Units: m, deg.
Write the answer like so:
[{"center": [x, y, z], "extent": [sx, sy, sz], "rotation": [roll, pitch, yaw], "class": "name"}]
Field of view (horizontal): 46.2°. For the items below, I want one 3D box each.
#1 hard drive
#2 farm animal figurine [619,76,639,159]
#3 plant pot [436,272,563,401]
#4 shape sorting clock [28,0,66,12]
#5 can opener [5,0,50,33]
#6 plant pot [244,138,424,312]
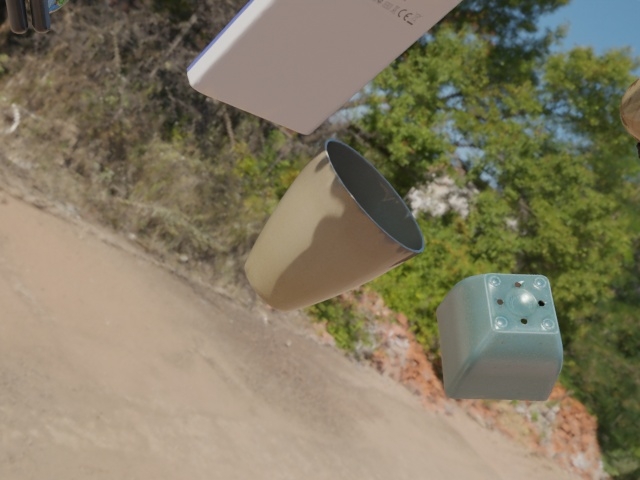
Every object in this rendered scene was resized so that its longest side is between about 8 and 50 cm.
[{"center": [0.017, -0.263, 0.909], "extent": [0.210, 0.319, 0.040], "rotation": [15, 47, -45], "class": "hard drive"}, {"center": [0.401, -0.225, 0.632], "extent": [0.172, 0.331, 0.326], "rotation": [-131, -150, -56], "class": "farm animal figurine"}, {"center": [0.419, 0.200, 1.709], "extent": [0.252, 0.247, 0.247], "rotation": [97, -6, -55], "class": "plant pot"}, {"center": [-0.516, -0.547, 1.482], "extent": [0.040, 0.206, 0.206], "rotation": [22, 6, 1], "class": "shape sorting clock"}, {"center": [-0.505, -0.496, 1.258], "extent": [0.076, 0.283, 0.095], "rotation": [-7, 38, -18], "class": "can opener"}, {"center": [0.000, 0.000, 1.356], "extent": [0.256, 0.274, 0.256], "rotation": [42, 22, -21], "class": "plant pot"}]
